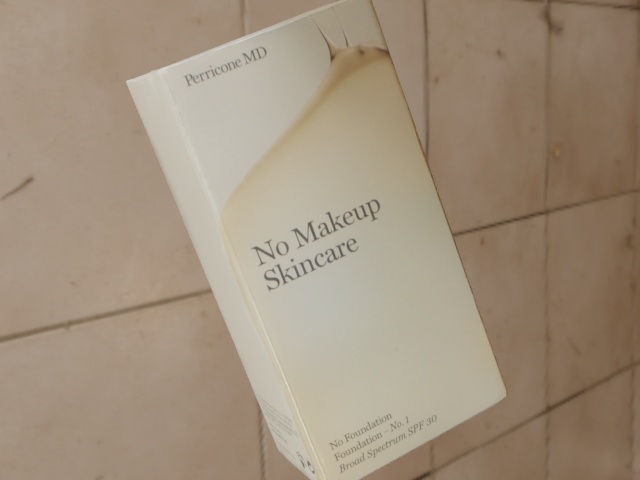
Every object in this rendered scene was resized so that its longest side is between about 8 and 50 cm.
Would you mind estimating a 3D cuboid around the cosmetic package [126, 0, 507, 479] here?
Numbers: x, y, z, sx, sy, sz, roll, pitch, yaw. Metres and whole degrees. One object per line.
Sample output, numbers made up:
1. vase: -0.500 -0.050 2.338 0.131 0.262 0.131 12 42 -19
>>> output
1. cosmetic package: 0.000 0.000 0.702 0.160 0.113 0.309 -26 105 -18
